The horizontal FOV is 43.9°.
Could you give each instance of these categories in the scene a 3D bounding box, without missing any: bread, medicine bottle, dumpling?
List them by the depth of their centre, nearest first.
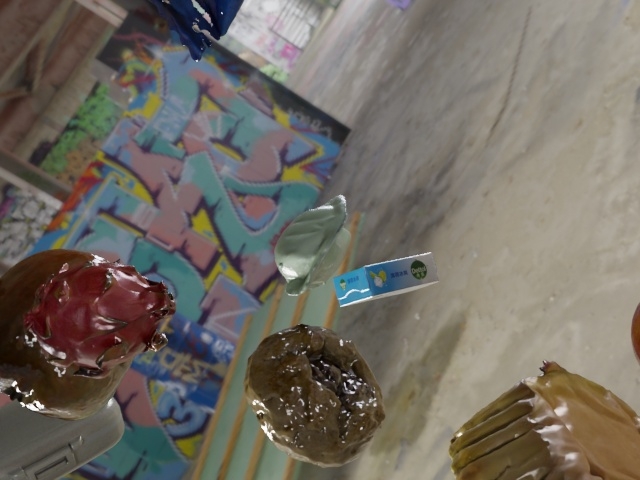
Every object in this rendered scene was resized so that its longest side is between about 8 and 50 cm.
[{"bbox_3d":[0.253,0.257,0.772,0.149,0.274,0.274,-59,10,31],"label":"bread"},{"bbox_3d":[-0.001,0.219,1.164,0.123,0.230,0.230,-45,16,24],"label":"bread"},{"bbox_3d":[0.003,0.011,1.288,0.153,0.108,0.219,-21,35,24],"label":"dumpling"},{"bbox_3d":[-0.636,0.439,1.750,0.375,0.122,0.282,-25,26,-29],"label":"medicine bottle"}]

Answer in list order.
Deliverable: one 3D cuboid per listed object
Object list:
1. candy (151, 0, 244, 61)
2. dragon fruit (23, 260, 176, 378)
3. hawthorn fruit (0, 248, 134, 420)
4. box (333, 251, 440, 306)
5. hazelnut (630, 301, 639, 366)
[{"bbox_3d":[-0.058,-0.324,0.612,0.077,0.187,0.331,-8,-37,-55],"label":"candy"},{"bbox_3d":[-0.242,0.084,0.897,0.133,0.166,0.136,54,-157,-79],"label":"dragon fruit"},{"bbox_3d":[-0.431,0.139,1.338,0.300,0.268,0.268,-63,12,-24],"label":"hawthorn fruit"},{"bbox_3d":[0.148,0.089,1.796,0.139,0.194,0.073,-27,75,57],"label":"box"},{"bbox_3d":[0.522,0.143,1.072,0.208,0.208,0.208,-55,12,18],"label":"hazelnut"}]
